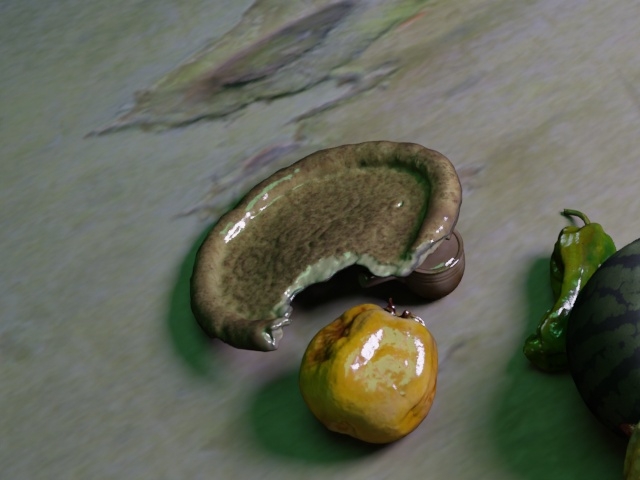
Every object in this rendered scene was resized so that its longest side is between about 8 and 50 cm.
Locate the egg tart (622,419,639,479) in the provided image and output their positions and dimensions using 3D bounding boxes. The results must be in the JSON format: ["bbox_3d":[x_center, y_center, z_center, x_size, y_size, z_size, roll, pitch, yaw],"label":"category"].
[{"bbox_3d":[0.399,0.226,1.581,0.297,0.297,0.132,25,20,24],"label":"egg tart"}]

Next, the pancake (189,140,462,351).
[{"bbox_3d":[0.000,0.000,1.884,0.288,0.033,0.286,-2,43,34],"label":"pancake"}]

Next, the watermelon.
[{"bbox_3d":[0.324,0.093,1.710,0.212,0.212,0.212,-4,52,5],"label":"watermelon"}]

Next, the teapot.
[{"bbox_3d":[0.087,0.021,1.878,0.110,0.080,0.085,-22,53,-10],"label":"teapot"}]

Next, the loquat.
[{"bbox_3d":[0.050,0.123,1.782,0.137,0.113,0.137,-9,62,18],"label":"loquat"}]

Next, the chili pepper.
[{"bbox_3d":[0.252,0.032,1.852,0.073,0.072,0.204,8,54,16],"label":"chili pepper"}]
